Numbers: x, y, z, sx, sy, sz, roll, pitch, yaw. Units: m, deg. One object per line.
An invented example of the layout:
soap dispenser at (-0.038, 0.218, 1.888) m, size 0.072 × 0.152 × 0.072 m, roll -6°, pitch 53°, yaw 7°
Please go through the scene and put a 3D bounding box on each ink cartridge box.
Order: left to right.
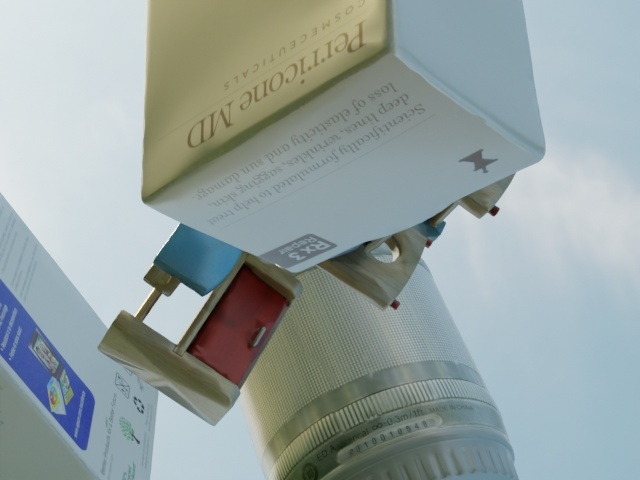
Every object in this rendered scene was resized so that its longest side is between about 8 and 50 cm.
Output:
ink cartridge box at (-0.224, 0.044, 0.782) m, size 0.065 × 0.165 × 0.332 m, roll -27°, pitch -64°, yaw 11°

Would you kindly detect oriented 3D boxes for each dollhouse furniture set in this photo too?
dollhouse furniture set at (0.000, 0.000, 0.613) m, size 0.129 × 0.183 × 0.129 m, roll 34°, pitch -35°, yaw -4°

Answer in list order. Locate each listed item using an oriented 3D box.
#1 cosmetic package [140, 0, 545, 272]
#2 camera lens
cosmetic package at (0.001, -0.118, 0.436) m, size 0.117 × 0.085 × 0.231 m, roll -27°, pitch -128°, yaw 35°
camera lens at (0.040, 0.150, 1.094) m, size 0.219 × 0.219 × 0.274 m, roll -49°, pitch -133°, yaw 31°
